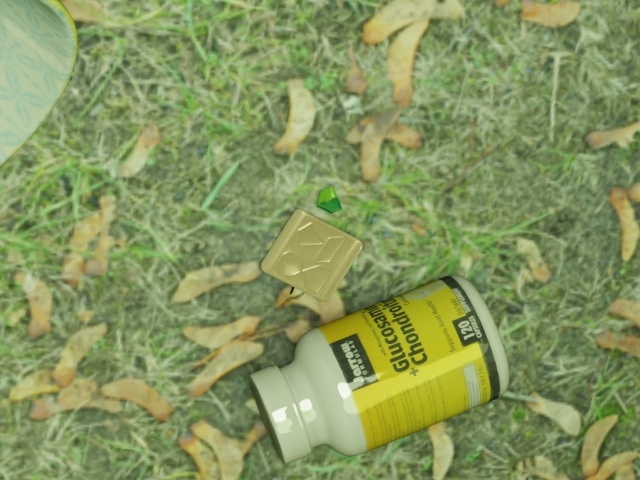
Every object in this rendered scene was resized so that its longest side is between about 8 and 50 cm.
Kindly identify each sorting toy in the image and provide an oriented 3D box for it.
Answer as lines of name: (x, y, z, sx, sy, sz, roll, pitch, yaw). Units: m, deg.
sorting toy: (0.000, 0.000, 1.251, 0.062, 0.012, 0.083, 28, 103, -20)

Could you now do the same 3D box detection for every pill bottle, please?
pill bottle: (0.044, 0.103, 1.254, 0.184, 0.103, 0.103, -21, 115, -9)

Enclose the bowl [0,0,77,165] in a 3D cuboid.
bowl: (-0.313, -0.121, 1.011, 0.289, 0.289, 0.156, -33, 73, -3)
